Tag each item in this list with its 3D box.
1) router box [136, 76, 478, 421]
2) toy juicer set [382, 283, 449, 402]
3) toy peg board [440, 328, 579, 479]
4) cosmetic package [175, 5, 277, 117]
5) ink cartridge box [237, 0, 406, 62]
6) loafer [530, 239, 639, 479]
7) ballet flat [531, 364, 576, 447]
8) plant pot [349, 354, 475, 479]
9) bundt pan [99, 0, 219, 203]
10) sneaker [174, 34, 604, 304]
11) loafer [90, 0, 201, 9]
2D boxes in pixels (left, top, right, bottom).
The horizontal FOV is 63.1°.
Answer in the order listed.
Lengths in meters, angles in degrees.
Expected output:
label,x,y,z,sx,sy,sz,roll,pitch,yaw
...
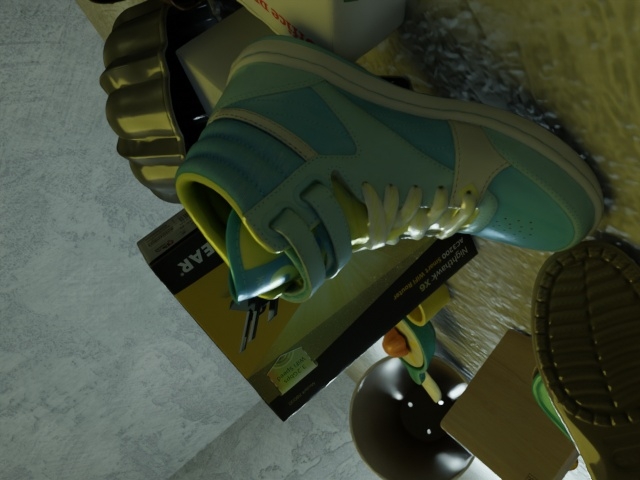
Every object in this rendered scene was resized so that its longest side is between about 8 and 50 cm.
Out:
label,x,y,z,sx,sy,sz,roll,pitch,yaw
router box,0.005,0.009,0.572,0.243,0.309,0.081,58,167,-30
toy juicer set,0.128,0.150,0.937,0.209,0.090,0.329,44,155,40
toy peg board,0.263,0.219,0.637,0.079,0.160,0.161,40,175,-28
cosmetic package,-0.049,-0.156,0.708,0.224,0.138,0.224,46,167,32
ink cartridge box,-0.015,-0.257,0.379,0.160,0.093,0.219,46,168,19
loafer,0.243,0.133,0.421,0.092,0.102,0.268,13,-117,-63
ballet flat,0.333,0.225,0.481,0.316,0.106,0.107,58,136,19
plant pot,0.216,0.379,1.128,0.256,0.256,0.274,47,-179,22
bundt pan,-0.220,-0.205,0.804,0.331,0.124,0.330,-6,-90,-80
sneaker,0.043,-0.016,0.391,0.319,0.208,0.127,21,147,7
loafer,-0.194,-0.317,0.579,0.366,0.134,0.130,11,124,54
